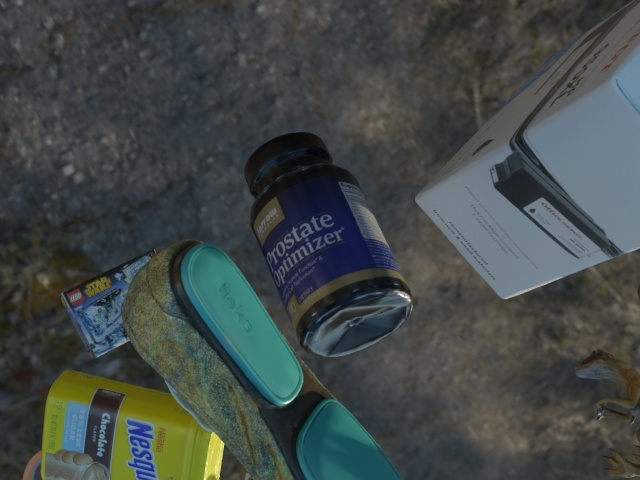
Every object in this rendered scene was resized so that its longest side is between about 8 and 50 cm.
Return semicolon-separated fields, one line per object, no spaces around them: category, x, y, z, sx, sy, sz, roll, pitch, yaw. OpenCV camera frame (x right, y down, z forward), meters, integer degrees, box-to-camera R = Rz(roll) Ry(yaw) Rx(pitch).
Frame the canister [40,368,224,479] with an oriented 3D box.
canister;-0.187;0.204;1.248;0.170;0.073;0.126;12;112;8

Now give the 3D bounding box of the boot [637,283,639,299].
boot;0.601;0.077;1.881;0.213;0.077;0.165;-27;135;18

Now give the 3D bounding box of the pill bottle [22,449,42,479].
pill bottle;-0.293;0.340;1.701;0.130;0.130;0.246;-43;148;11

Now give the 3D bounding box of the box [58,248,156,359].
box;-0.253;0.081;1.604;0.137;0.094;0.027;-26;178;-27

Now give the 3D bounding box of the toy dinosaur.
toy dinosaur;0.299;0.158;1.034;0.112;0.211;0.064;-38;153;-33

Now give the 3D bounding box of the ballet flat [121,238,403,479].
ballet flat;-0.043;0.157;1.045;0.123;0.123;0.348;-36;96;5

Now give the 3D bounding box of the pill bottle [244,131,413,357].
pill bottle;0.000;0.000;1.281;0.123;0.219;0.122;-18;149;-11

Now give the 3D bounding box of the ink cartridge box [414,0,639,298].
ink cartridge box;0.313;-0.122;1.272;0.285;0.166;0.395;-45;-174;-25
